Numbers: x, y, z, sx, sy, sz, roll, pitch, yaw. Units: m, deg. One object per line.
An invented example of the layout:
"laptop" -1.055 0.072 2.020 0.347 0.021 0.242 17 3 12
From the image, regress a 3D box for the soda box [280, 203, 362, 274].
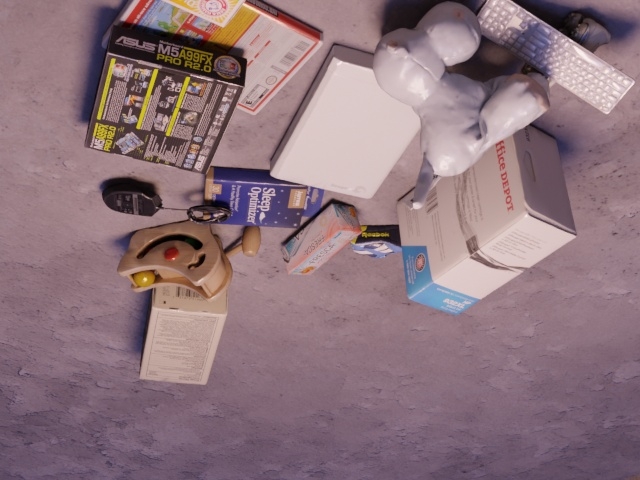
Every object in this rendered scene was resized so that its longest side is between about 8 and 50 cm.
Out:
"soda box" 0.000 0.000 1.985 0.058 0.063 0.183 5 147 -39

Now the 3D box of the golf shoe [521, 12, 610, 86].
"golf shoe" 0.391 -0.281 1.623 0.086 0.069 0.176 11 144 -27

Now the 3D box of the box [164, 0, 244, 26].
"box" -0.193 -0.398 1.388 0.203 0.114 0.103 19 140 -28

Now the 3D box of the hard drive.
"hard drive" 0.058 -0.194 1.747 0.203 0.040 0.307 12 141 -18

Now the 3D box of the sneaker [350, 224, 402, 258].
"sneaker" 0.127 0.005 2.018 0.144 0.053 0.059 5 144 5

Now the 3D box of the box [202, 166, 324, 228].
"box" -0.106 -0.078 1.906 0.225 0.036 0.136 2 144 -8

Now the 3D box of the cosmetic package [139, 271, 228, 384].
"cosmetic package" -0.300 0.189 2.203 0.160 0.113 0.309 7 144 -12

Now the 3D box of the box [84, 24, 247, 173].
"box" -0.256 -0.220 1.646 0.216 0.060 0.270 12 149 -14

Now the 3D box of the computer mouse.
"computer mouse" -0.284 -0.072 1.883 0.242 0.041 0.071 9 142 -4

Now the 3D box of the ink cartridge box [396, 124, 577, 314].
"ink cartridge box" 0.288 -0.040 1.814 0.129 0.223 0.307 21 138 -30

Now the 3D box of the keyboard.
"keyboard" 0.356 -0.288 1.558 0.256 0.014 0.072 32 136 -2

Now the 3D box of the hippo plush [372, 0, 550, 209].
"hippo plush" 0.183 -0.228 1.571 0.294 0.236 0.234 -37 -178 1

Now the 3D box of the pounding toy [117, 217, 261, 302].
"pounding toy" -0.244 0.062 1.991 0.269 0.154 0.155 -11 143 13

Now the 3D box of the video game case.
"video game case" -0.168 -0.313 1.584 0.285 0.025 0.204 21 139 -29
